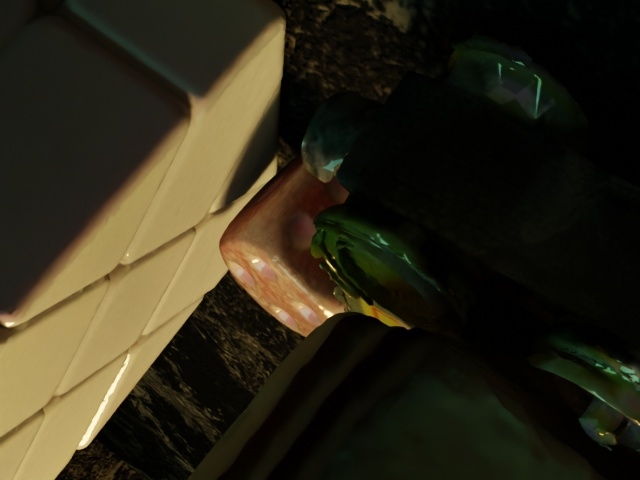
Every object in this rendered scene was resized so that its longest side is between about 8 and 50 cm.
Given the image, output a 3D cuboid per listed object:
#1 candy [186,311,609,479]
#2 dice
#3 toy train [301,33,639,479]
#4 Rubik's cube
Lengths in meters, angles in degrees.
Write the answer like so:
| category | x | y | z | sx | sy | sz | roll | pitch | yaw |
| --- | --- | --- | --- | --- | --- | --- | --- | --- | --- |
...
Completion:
| category | x | y | z | sx | sy | sz | roll | pitch | yaw |
| --- | --- | --- | --- | --- | --- | --- | --- | --- | --- |
| candy | 0.080 | 0.186 | 0.620 | 0.321 | 0.179 | 0.135 | 39 | 168 | -21 |
| dice | 0.000 | 0.000 | 0.861 | 0.091 | 0.094 | 0.093 | 46 | 161 | -9 |
| toy train | 0.111 | 0.023 | 0.633 | 0.261 | 0.134 | 0.177 | 31 | 161 | 24 |
| Rubik's cube | -0.237 | -0.046 | 0.853 | 0.316 | 0.319 | 0.322 | 36 | 162 | 8 |
